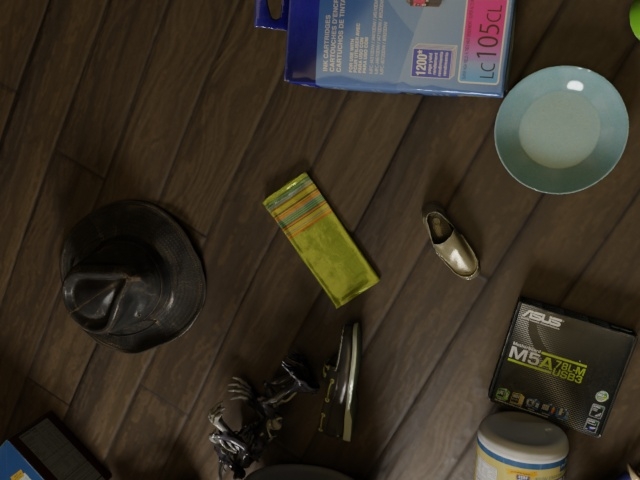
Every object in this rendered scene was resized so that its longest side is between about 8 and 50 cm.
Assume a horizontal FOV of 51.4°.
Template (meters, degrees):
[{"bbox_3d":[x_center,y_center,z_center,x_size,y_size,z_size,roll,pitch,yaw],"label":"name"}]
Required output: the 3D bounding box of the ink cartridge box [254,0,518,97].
[{"bbox_3d":[0.099,-0.365,1.019,0.395,0.151,0.270,8,103,17],"label":"ink cartridge box"}]

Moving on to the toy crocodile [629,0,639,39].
[{"bbox_3d":[0.531,-0.260,0.934,0.115,0.105,0.341,-4,104,60],"label":"toy crocodile"}]

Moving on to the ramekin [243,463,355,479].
[{"bbox_3d":[-0.036,0.493,1.172,0.272,0.273,0.127,4,91,16],"label":"ramekin"}]

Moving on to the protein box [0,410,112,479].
[{"bbox_3d":[-0.600,0.518,1.408,0.201,0.136,0.200,45,110,4],"label":"protein box"}]

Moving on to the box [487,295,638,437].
[{"bbox_3d":[0.393,0.206,1.093,0.190,0.045,0.184,18,108,12],"label":"box"}]

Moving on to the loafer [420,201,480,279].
[{"bbox_3d":[0.212,0.005,1.105,0.056,0.050,0.148,-37,88,20],"label":"loafer"}]

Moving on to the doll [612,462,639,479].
[{"bbox_3d":[0.454,0.446,1.099,0.129,0.046,0.189,35,105,-29],"label":"doll"}]

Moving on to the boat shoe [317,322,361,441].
[{"bbox_3d":[0.033,0.253,1.192,0.068,0.081,0.228,7,105,11],"label":"boat shoe"}]

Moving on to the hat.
[{"bbox_3d":[-0.394,0.084,1.264,0.331,0.134,0.332,3,101,17],"label":"hat"}]

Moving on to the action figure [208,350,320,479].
[{"bbox_3d":[-0.129,0.320,1.220,0.141,0.164,0.276,40,100,-7],"label":"action figure"}]

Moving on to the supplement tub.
[{"bbox_3d":[0.326,0.401,1.098,0.144,0.144,0.200,5,102,16],"label":"supplement tub"}]

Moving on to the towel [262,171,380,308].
[{"bbox_3d":[0.000,0.000,1.185,0.102,0.021,0.237,-35,89,21],"label":"towel"}]

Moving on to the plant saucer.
[{"bbox_3d":[0.370,-0.170,1.030,0.194,0.037,0.195,3,101,16],"label":"plant saucer"}]
